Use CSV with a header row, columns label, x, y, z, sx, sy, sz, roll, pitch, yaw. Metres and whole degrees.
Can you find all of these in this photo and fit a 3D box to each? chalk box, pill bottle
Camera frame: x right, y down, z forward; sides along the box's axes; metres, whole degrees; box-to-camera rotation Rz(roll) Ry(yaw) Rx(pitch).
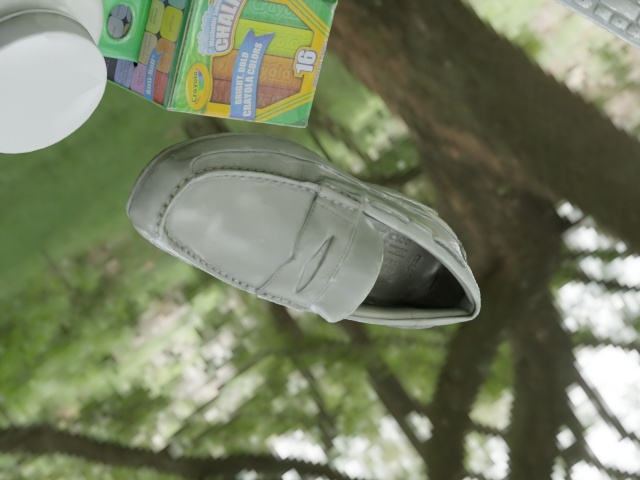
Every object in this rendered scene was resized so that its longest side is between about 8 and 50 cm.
label,x,y,z,sx,sy,sz,roll,pitch,yaw
chalk box,-0.115,-0.192,1.692,0.213,0.132,0.132,3,-163,-40
pill bottle,-0.299,-0.224,1.536,0.181,0.323,0.181,-22,143,-18

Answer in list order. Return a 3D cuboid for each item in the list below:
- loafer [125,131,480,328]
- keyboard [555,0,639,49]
label,x,y,z,sx,sy,sz,roll,pitch,yaw
loafer,0.000,0.000,1.328,0.319,0.111,0.112,11,116,-44
keyboard,0.206,-0.137,1.050,0.072,0.256,0.014,-61,-175,-6
